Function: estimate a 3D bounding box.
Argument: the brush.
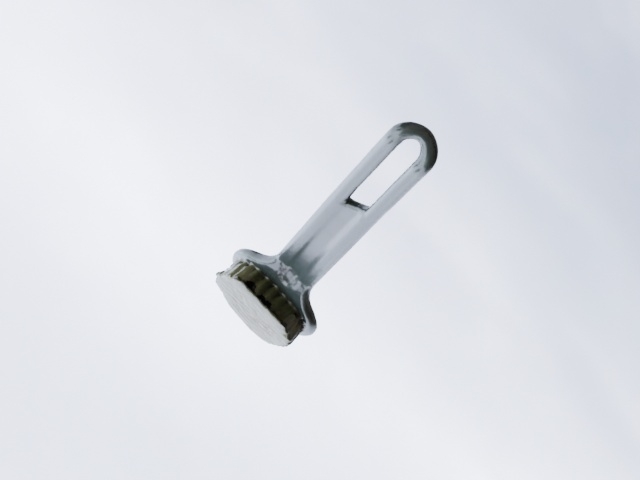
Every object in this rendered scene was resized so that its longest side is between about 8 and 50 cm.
[{"bbox_3d":[0.000,0.000,0.818,0.062,0.266,0.027,46,-115,2],"label":"brush"}]
